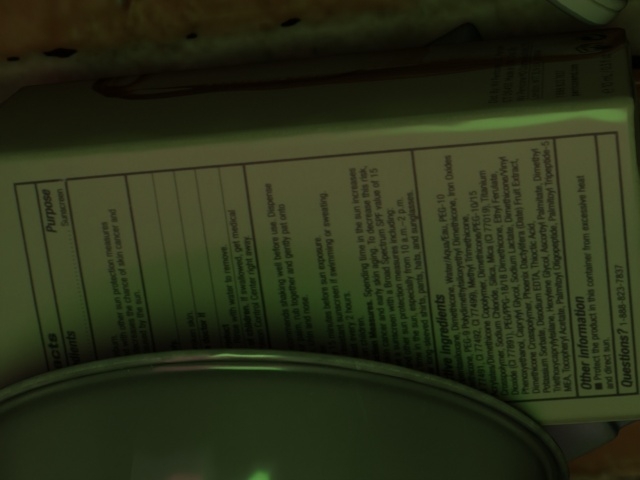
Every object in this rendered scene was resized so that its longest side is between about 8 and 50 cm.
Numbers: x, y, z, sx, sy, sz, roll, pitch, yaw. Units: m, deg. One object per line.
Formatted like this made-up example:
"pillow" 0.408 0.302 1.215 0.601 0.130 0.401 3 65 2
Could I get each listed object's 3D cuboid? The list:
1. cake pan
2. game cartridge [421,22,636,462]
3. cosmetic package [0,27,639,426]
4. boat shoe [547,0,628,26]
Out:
"cake pan" -0.033 0.134 0.876 0.293 0.054 0.293 0 151 0
"game cartridge" -0.021 0.063 1.004 0.355 0.068 0.230 -28 99 16
"cosmetic package" 0.000 0.000 0.881 0.296 0.129 0.153 -3 110 8
"boat shoe" 0.064 -0.243 0.856 0.103 0.118 0.320 -30 96 20
